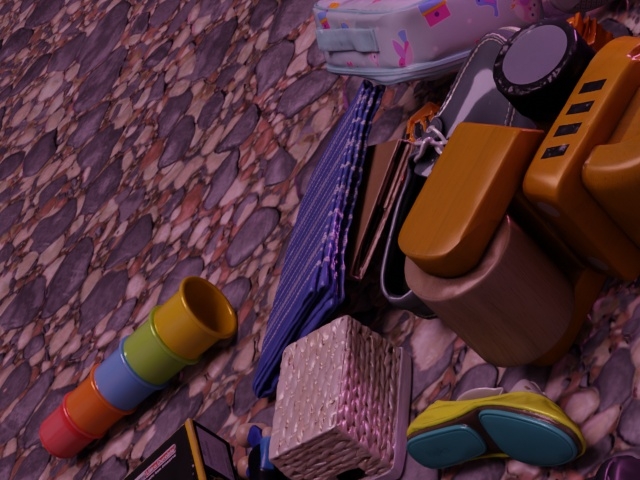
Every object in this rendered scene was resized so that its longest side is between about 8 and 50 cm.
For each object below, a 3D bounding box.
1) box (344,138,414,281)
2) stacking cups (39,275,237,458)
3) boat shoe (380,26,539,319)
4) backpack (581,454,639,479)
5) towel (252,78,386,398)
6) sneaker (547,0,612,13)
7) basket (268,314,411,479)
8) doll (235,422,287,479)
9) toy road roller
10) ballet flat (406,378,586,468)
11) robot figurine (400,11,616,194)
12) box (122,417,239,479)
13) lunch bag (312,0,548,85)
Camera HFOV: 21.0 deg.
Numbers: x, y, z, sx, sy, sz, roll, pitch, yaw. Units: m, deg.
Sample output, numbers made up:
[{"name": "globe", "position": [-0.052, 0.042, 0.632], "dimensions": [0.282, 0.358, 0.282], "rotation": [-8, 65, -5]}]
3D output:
[{"name": "box", "position": [0.046, -0.033, 1.993], "dimensions": [0.201, 0.021, 0.164], "rotation": [180, 110, -77]}, {"name": "stacking cups", "position": [-0.243, 0.170, 2.232], "dimensions": [0.316, 0.096, 0.096], "rotation": [-40, 31, 29]}, {"name": "boat shoe", "position": [0.144, -0.070, 1.792], "dimensions": [0.116, 0.099, 0.320], "rotation": [26, 103, 41]}, {"name": "backpack", "position": [0.154, 0.362, 1.285], "dimensions": [0.355, 0.273, 0.290], "rotation": [-54, 32, 25]}, {"name": "towel", "position": [0.000, 0.000, 2.029], "dimensions": [0.243, 0.040, 0.336], "rotation": [122, 166, -50]}, {"name": "sneaker", "position": [0.353, -0.314, 1.860], "dimensions": [0.281, 0.105, 0.115], "rotation": [-28, 37, 38]}, {"name": "basket", "position": [0.019, 0.176, 1.808], "dimensions": [0.113, 0.103, 0.167], "rotation": [-31, 34, 33]}, {"name": "doll", "position": [-0.058, 0.257, 1.840], "dimensions": [0.189, 0.046, 0.129], "rotation": [-131, 38, -76]}, {"name": "toy road roller", "position": [0.255, -0.038, 1.609], "dimensions": [0.240, 0.202, 0.330], "rotation": [15, 68, 49]}, {"name": "ballet flat", "position": [0.171, 0.168, 1.632], "dimensions": [0.231, 0.077, 0.077], "rotation": [-15, 30, 52]}, {"name": "robot figurine", "position": [0.195, -0.126, 1.905], "dimensions": [0.291, 0.085, 0.211], "rotation": [-29, 37, 37]}, {"name": "box", "position": [-0.207, 0.393, 1.907], "dimensions": [0.322, 0.079, 0.257], "rotation": [-43, 37, 17]}, {"name": "lunch bag", "position": [0.120, -0.257, 2.034], "dimensions": [0.224, 0.108, 0.279], "rotation": [-23, 15, -18]}]
